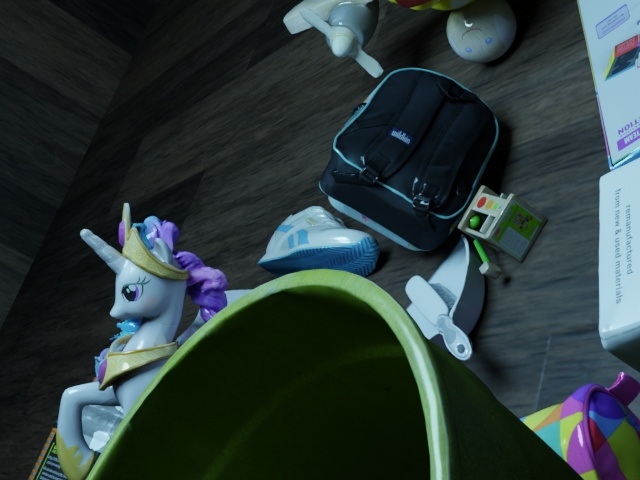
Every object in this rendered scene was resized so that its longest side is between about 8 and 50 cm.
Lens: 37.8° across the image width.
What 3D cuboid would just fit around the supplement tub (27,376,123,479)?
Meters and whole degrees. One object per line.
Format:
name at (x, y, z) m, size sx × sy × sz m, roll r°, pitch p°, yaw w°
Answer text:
supplement tub at (-0.296, 0.353, 1.224) m, size 0.194 × 0.194 × 0.316 m, roll -8°, pitch 55°, yaw 57°

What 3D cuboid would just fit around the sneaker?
sneaker at (0.000, 0.000, 1.218) m, size 0.229 × 0.087 × 0.092 m, roll -5°, pitch 55°, yaw 56°

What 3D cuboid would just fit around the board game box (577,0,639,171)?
board game box at (0.360, -0.218, 0.857) m, size 0.242 × 0.064 × 0.316 m, roll -36°, pitch 34°, yaw 37°

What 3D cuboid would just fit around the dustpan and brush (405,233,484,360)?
dustpan and brush at (0.125, 0.077, 0.947) m, size 0.147 × 0.060 × 0.211 m, roll -53°, pitch 27°, yaw 9°

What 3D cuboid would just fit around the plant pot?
plant pot at (0.061, 0.258, 0.534) m, size 0.366 × 0.353 × 0.366 m, roll -40°, pitch 32°, yaw 32°

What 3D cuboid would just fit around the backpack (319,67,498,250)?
backpack at (0.104, -0.095, 1.053) m, size 0.188 × 0.166 × 0.144 m, roll -59°, pitch -6°, yaw -26°

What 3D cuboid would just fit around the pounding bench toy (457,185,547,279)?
pounding bench toy at (0.176, -0.005, 0.958) m, size 0.083 × 0.052 × 0.065 m, roll -59°, pitch 26°, yaw -2°

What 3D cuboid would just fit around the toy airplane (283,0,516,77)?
toy airplane at (0.170, -0.355, 1.168) m, size 0.384 × 0.272 × 0.386 m, roll -25°, pitch 9°, yaw -18°

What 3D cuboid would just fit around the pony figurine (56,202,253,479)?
pony figurine at (-0.119, 0.162, 1.028) m, size 0.303 × 0.351 × 0.363 m, roll -152°, pitch 75°, yaw -67°

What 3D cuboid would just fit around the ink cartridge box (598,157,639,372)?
ink cartridge box at (0.337, 0.004, 0.480) m, size 0.307 × 0.223 × 0.129 m, roll -30°, pitch 37°, yaw 43°

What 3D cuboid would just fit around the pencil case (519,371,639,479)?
pencil case at (0.152, 0.190, 0.732) m, size 0.236 × 0.104 × 0.104 m, roll -35°, pitch 34°, yaw 40°
